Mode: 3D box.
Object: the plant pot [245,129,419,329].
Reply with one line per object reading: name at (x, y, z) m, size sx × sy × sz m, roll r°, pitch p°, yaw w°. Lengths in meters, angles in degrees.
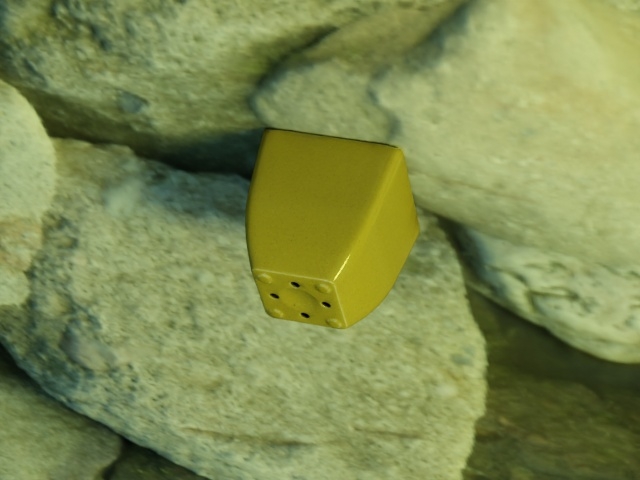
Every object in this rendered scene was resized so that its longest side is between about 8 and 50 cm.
plant pot at (0.000, 0.000, 1.060) m, size 0.081 × 0.083 × 0.081 m, roll 10°, pitch 147°, yaw 18°
